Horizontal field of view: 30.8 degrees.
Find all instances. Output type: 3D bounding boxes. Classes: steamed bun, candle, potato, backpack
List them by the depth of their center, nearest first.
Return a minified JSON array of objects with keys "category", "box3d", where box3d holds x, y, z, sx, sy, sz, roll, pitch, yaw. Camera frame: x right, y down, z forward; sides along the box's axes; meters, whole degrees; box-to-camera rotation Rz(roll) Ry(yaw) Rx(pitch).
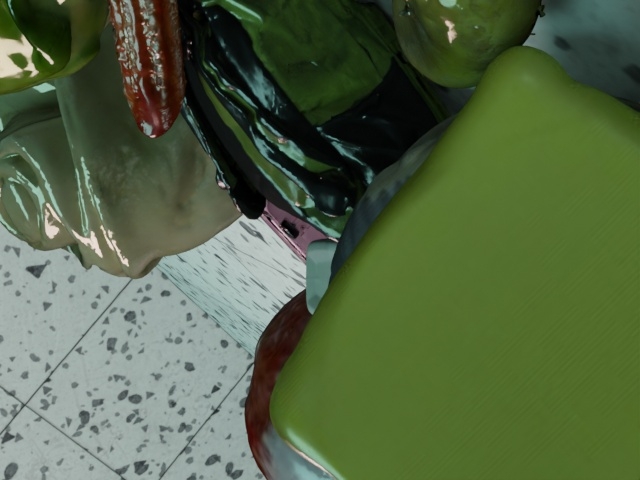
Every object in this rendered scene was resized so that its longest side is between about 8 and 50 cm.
[{"category":"potato","box3d":[0.072,-0.129,0.592,0.138,0.070,0.091,67,180,-83]},{"category":"candle","box3d":[-0.109,-0.191,0.664,0.048,0.051,0.329,15,140,13]},{"category":"backpack","box3d":[-0.024,-0.106,0.828,0.253,0.140,0.207,51,164,-23]},{"category":"steamed bun","box3d":[-0.248,-0.109,1.238,0.368,0.255,0.342,37,166,5]}]

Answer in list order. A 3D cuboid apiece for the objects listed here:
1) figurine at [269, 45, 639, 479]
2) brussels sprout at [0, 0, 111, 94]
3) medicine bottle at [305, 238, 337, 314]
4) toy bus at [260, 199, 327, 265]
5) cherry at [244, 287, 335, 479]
[{"category":"figurine","box3d":[0.190,0.085,0.693,0.361,0.266,0.378,53,-163,11]},{"category":"brussels sprout","box3d":[-0.298,-0.256,0.766,0.371,0.315,0.276,47,-153,-49]},{"category":"medicine bottle","box3d":[0.086,0.028,0.916,0.183,0.069,0.119,-5,-173,-30]},{"category":"toy bus","box3d":[0.000,0.000,1.356,0.203,0.063,0.090,48,169,-27]},{"category":"cherry","box3d":[0.105,0.167,1.139,0.326,0.291,0.335,-18,141,42]}]
